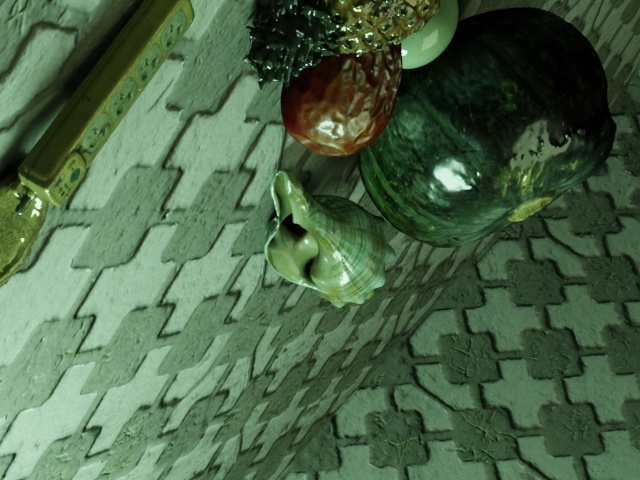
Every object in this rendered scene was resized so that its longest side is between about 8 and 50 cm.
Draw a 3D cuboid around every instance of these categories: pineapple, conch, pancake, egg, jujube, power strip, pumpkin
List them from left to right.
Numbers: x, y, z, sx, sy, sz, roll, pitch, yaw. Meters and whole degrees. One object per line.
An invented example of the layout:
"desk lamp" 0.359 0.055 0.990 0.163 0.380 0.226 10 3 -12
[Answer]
"pancake" -0.357 0.007 1.370 0.199 0.021 0.199 -49 164 -19
"power strip" -0.223 -0.149 1.354 0.305 0.044 0.064 -56 165 -12
"conch" -0.002 -0.008 2.120 0.203 0.169 0.386 -28 127 11
"pineapple" 0.013 -0.277 1.639 0.278 0.158 0.158 -35 158 -17
"jujube" 0.037 -0.234 1.788 0.168 0.168 0.236 38 71 -74
"egg" 0.146 -0.326 1.942 0.152 0.114 0.114 -49 163 -16
"pumpkin" 0.269 -0.190 2.152 0.454 0.344 0.454 -30 170 -6
